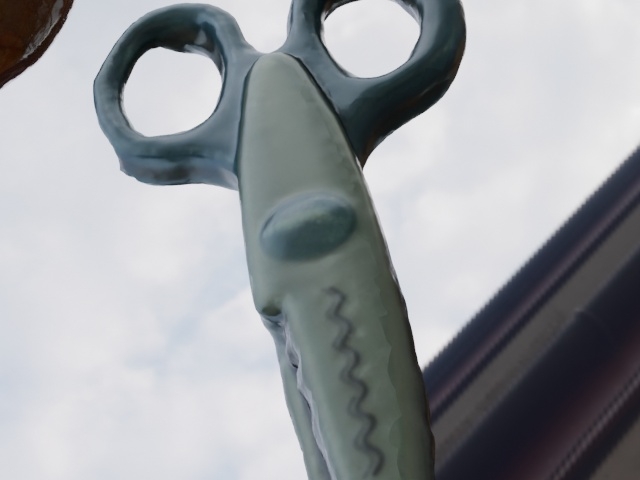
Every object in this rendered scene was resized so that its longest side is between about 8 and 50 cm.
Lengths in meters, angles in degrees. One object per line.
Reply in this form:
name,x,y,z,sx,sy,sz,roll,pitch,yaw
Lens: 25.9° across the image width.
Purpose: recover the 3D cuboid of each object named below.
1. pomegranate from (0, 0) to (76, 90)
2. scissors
pomegranate,-0.223,-0.162,0.748,0.191,0.191,0.191,0,-91,-36
scissors,0.000,0.000,0.436,0.138,0.289,0.041,-14,-44,1
